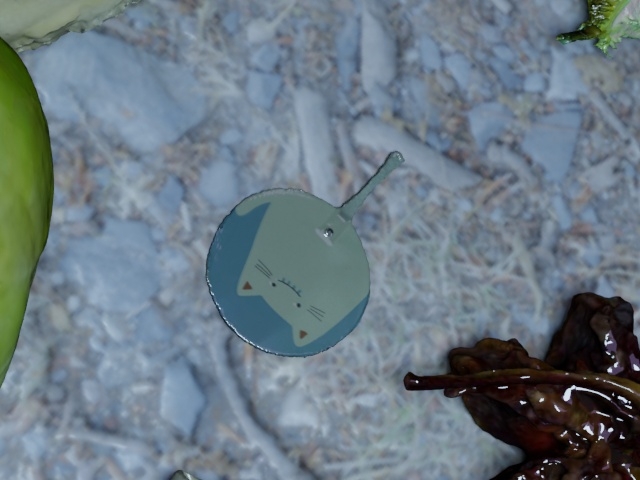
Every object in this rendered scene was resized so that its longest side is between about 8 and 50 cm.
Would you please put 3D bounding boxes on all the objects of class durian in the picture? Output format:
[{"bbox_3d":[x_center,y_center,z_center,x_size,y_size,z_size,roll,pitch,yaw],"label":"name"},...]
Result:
[{"bbox_3d":[0.261,-0.184,1.190,0.215,0.086,0.100,-3,92,-23],"label":"durian"}]

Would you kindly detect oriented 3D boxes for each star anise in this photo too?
[{"bbox_3d":[0.187,0.133,1.062,0.220,0.126,0.190,-22,89,-26],"label":"star anise"}]

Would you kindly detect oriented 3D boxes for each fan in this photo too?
[{"bbox_3d":[0.000,0.000,1.086,0.113,0.005,0.175,45,69,-5],"label":"fan"}]

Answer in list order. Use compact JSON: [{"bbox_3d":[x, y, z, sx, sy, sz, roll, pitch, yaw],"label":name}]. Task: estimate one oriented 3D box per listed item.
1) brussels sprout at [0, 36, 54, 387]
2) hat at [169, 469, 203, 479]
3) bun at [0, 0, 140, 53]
[{"bbox_3d":[-0.288,-0.005,0.854,0.328,0.247,0.327,0,90,-9],"label":"brussels sprout"},{"bbox_3d":[-0.013,0.251,0.956,0.245,0.214,0.149,30,101,-30],"label":"hat"},{"bbox_3d":[-0.189,-0.292,0.973,0.326,0.234,0.361,14,90,-10],"label":"bun"}]
